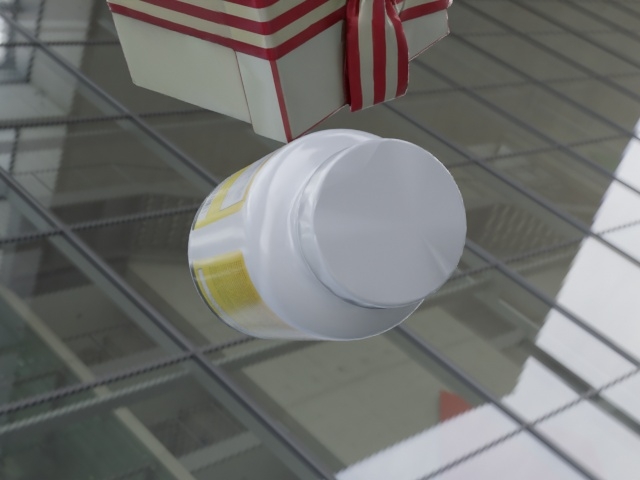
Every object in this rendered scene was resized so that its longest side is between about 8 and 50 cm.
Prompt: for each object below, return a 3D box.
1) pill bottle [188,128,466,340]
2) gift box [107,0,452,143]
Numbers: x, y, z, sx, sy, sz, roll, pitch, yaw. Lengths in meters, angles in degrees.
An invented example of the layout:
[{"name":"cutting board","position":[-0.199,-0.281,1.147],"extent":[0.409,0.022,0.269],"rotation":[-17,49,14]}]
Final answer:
[{"name":"pill bottle","position":[0.000,0.000,0.554],"extent":[0.103,0.103,0.184],"rotation":[-41,9,-18]},{"name":"gift box","position":[-0.026,-0.270,0.957],"extent":[0.276,0.258,0.255],"rotation":[-41,-45,-27]}]
